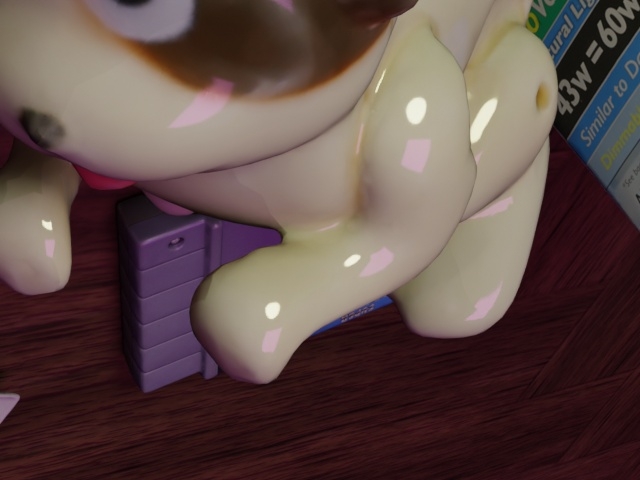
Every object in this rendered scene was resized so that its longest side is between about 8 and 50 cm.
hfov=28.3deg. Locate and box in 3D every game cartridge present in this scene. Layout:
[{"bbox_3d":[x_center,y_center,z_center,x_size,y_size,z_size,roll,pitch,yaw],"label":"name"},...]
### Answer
[{"bbox_3d":[0.000,0.000,1.090,0.355,0.068,0.230,-21,143,-21],"label":"game cartridge"}]

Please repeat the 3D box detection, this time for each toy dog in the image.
[{"bbox_3d":[-0.012,-0.120,0.617,0.395,0.285,0.408,-59,163,9],"label":"toy dog"}]

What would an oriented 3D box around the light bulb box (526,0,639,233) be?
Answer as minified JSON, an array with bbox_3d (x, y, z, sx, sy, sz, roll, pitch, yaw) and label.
[{"bbox_3d":[0.333,-0.183,0.845,0.225,0.361,0.358,-7,140,-36],"label":"light bulb box"}]

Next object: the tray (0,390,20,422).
[{"bbox_3d":[-0.377,0.152,0.969,0.270,0.030,0.145,10,128,-50],"label":"tray"}]
